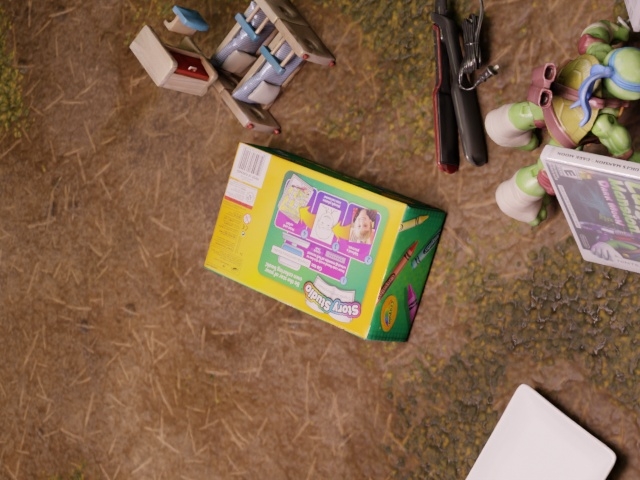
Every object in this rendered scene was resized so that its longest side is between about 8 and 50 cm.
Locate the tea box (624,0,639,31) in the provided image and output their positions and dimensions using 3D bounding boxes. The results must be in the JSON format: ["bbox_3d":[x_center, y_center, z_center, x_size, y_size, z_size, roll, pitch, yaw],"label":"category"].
[{"bbox_3d":[0.409,-0.404,1.661,0.329,0.220,0.323,-17,85,7],"label":"tea box"}]

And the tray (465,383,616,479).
[{"bbox_3d":[0.215,0.307,1.966,0.145,0.030,0.270,38,108,34],"label":"tray"}]

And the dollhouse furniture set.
[{"bbox_3d":[-0.105,-0.227,2.178,0.129,0.184,0.129,-50,58,23],"label":"dollhouse furniture set"}]

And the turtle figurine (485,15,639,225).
[{"bbox_3d":[0.312,-0.128,1.891,0.197,0.275,0.266,56,143,1],"label":"turtle figurine"}]

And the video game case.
[{"bbox_3d":[0.325,-0.020,1.813,0.173,0.190,0.022,14,62,32],"label":"video game case"}]

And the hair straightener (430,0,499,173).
[{"bbox_3d":[0.173,-0.195,2.052,0.089,0.047,0.230,-10,75,37],"label":"hair straightener"}]

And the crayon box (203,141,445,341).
[{"bbox_3d":[0.000,0.000,2.136,0.278,0.081,0.165,23,100,38],"label":"crayon box"}]
